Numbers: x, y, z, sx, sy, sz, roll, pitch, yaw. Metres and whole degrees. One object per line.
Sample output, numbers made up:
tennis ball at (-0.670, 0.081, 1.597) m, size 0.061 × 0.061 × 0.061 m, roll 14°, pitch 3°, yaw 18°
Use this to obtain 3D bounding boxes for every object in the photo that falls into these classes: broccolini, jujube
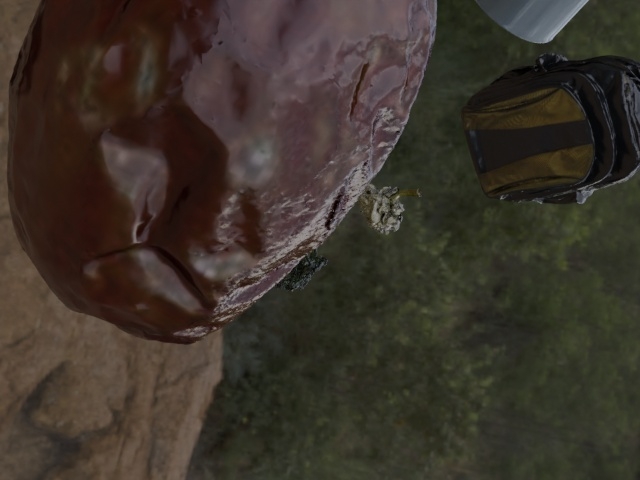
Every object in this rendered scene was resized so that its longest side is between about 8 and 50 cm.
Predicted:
broccolini at (0.003, -0.006, 1.843) m, size 0.062 × 0.123 × 0.271 m, roll 52°, pitch 58°, yaw -31°
jujube at (-0.081, -0.097, 0.655) m, size 0.276 × 0.277 × 0.376 m, roll -55°, pitch 174°, yaw -50°

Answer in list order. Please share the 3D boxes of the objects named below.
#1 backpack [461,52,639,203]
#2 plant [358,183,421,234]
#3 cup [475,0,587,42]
backpack at (0.330, -0.150, 1.180) m, size 0.133 × 0.258 × 0.206 m, roll -33°, pitch 107°, yaw -40°
plant at (0.122, -0.075, 1.618) m, size 0.104 × 0.122 × 0.116 m, roll 42°, pitch 26°, yaw -39°
cup at (0.401, -0.499, 1.457) m, size 0.312 × 0.205 × 0.205 m, roll -47°, pitch -173°, yaw 43°
